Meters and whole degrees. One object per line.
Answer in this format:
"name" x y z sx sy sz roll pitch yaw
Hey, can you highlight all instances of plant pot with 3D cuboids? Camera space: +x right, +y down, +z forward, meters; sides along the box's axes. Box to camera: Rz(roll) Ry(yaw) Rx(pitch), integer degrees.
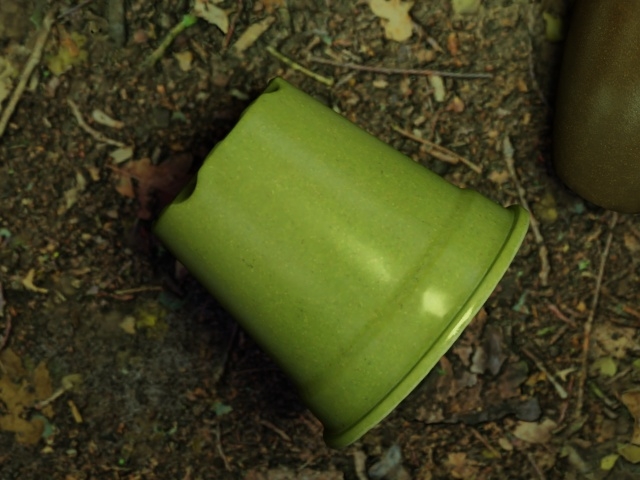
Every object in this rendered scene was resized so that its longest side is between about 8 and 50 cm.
"plant pot" 0.297 -0.144 1.357 0.215 0.215 0.230 16 126 -9
"plant pot" 0.000 0.000 1.377 0.254 0.276 0.276 39 106 -4
